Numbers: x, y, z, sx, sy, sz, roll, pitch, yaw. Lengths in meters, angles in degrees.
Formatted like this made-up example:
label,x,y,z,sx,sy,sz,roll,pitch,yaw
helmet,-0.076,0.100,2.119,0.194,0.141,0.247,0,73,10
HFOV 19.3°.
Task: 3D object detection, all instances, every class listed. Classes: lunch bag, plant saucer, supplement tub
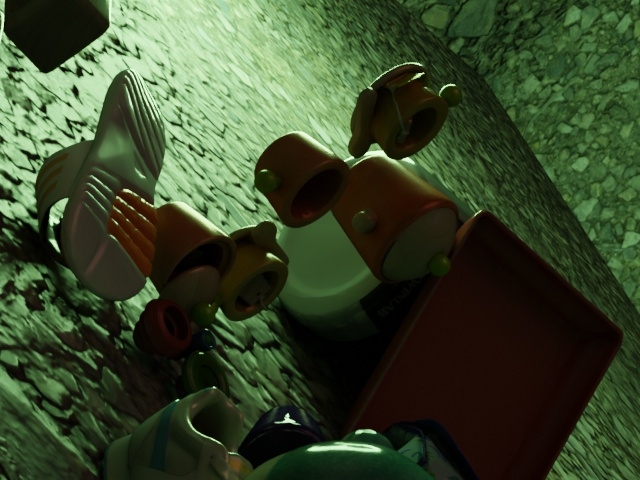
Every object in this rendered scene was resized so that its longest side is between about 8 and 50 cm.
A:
label,x,y,z,sx,sy,sz,roll,pitch,yaw
lunch bag,0.096,0.229,1.618,0.129,0.096,0.151,56,7,-7
plant saucer,0.146,0.134,1.773,0.258,0.259,0.047,38,-11,-39
supplement tub,0.116,0.065,1.887,0.316,0.193,0.193,39,18,-39

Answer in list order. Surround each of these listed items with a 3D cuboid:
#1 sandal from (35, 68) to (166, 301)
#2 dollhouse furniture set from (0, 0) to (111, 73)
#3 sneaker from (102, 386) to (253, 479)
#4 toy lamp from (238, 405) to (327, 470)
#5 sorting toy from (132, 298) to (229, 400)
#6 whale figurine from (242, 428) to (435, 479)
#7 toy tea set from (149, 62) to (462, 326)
label,x,y,z,sx,sy,sz,roll,pitch,yaw
sandal,-0.178,-0.037,1.487,0.265,0.076,0.102,-83,149,-55
dollhouse furniture set,-0.223,-0.209,1.202,0.201,0.374,0.152,44,20,-29
sneaker,-0.080,0.183,1.202,0.087,0.092,0.229,42,17,-35
toy lamp,-0.028,0.202,1.351,0.080,0.080,0.275,46,18,-16
sorting toy,-0.111,0.092,1.461,0.102,0.042,0.061,61,29,-6
whale figurine,0.058,0.217,1.178,0.272,0.141,0.216,23,53,-49
toy tea set,0.000,0.000,1.596,0.124,0.336,0.200,47,-26,28
